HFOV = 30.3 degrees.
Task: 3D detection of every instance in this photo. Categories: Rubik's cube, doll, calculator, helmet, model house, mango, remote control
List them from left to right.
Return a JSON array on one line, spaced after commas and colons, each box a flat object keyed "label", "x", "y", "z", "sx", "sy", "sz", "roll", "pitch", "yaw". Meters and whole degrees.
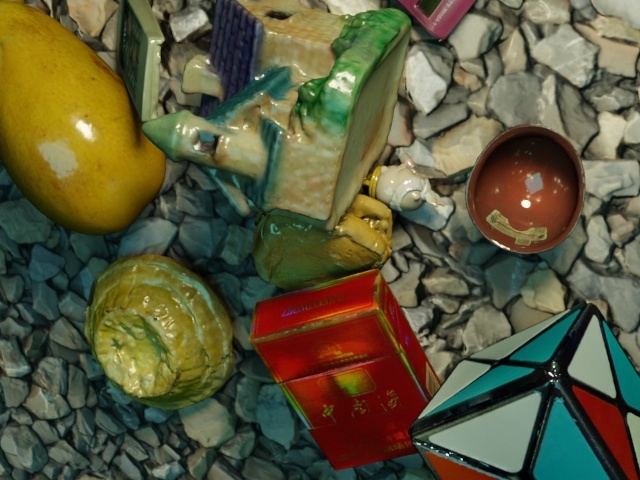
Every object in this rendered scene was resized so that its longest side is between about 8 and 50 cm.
[{"label": "mango", "x": -0.380, "y": -0.182, "z": 1.732, "sx": 0.221, "sy": 0.264, "sz": 0.378, "roll": -35, "pitch": 93, "yaw": 3}, {"label": "remote control", "x": -0.252, "y": -0.261, "z": 1.641, "sx": 0.038, "sy": 0.285, "sz": 0.123, "roll": 0, "pitch": 116, "yaw": -15}, {"label": "model house", "x": -0.063, "y": -0.188, "z": 1.547, "sx": 0.280, "sy": 0.312, "sz": 0.245, "roll": 17, "pitch": 121, "yaw": 10}, {"label": "doll", "x": 0.118, "y": -0.081, "z": 1.664, "sx": 0.127, "sy": 0.073, "sz": 0.084, "roll": 16, "pitch": 86, "yaw": 20}, {"label": "calculator", "x": 0.128, "y": -0.369, "z": 1.551, "sx": 0.190, "sy": 0.034, "sz": 0.126, "roll": 43, "pitch": 123, "yaw": 8}, {"label": "helmet", "x": 0.280, "y": -0.080, "z": 1.566, "sx": 0.155, "sy": 0.106, "sz": 0.175, "roll": 12, "pitch": 112, "yaw": 17}, {"label": "Rubik's cube", "x": 0.308, "y": 0.267, "z": 1.626, "sx": 0.246, "sy": 0.248, "sz": 0.250, "roll": -30, "pitch": 97, "yaw": 31}]

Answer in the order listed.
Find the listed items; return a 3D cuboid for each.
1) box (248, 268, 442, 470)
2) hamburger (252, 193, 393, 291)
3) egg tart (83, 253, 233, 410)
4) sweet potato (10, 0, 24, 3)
[{"label": "box", "x": 0.052, "y": 0.197, "z": 1.719, "sx": 0.197, "sy": 0.089, "sz": 0.313, "roll": -15, "pitch": 128, "yaw": 19}, {"label": "hamburger", "x": -0.002, "y": 0.000, "z": 1.683, "sx": 0.213, "sy": 0.108, "sz": 0.214, "roll": 9, "pitch": 155, "yaw": 4}, {"label": "egg tart", "x": -0.280, "y": 0.160, "z": 1.924, "sx": 0.290, "sy": 0.115, "sz": 0.290, "roll": 9, "pitch": 114, "yaw": 22}, {"label": "sweet potato", "x": -0.495, "y": -0.317, "z": 1.841, "sx": 0.068, "sy": 0.060, "sz": 0.206, "roll": 62, "pitch": 143, "yaw": 36}]
